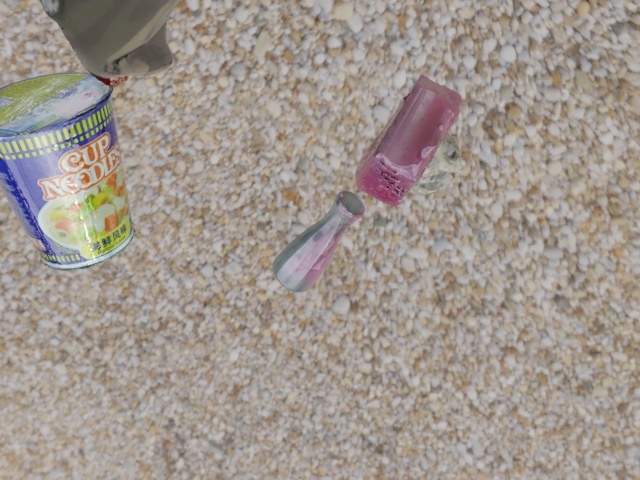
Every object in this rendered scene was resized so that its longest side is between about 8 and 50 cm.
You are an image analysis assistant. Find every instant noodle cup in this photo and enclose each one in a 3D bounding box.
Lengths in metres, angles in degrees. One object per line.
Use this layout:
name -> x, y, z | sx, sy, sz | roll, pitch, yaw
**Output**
instant noodle cup -> -0.487, -0.123, 1.459 | 0.284, 0.284, 0.312 | -1, 123, 12

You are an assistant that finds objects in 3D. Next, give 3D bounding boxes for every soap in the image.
soap -> 0.198, -0.227, 1.686 | 0.127, 0.325, 0.220 | 35, 152, -2

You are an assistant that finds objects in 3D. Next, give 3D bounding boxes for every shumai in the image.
shumai -> 0.249, -0.217, 1.879 | 0.201, 0.120, 0.201 | -3, 70, 9

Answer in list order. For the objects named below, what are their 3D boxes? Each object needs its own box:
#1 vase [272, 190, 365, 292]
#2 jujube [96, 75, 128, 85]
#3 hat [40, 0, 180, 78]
vase -> 0.000, 0.000, 1.379 | 0.086, 0.086, 0.214 | 35, 127, -7
jujube -> -0.380, -0.333, 1.354 | 0.077, 0.077, 0.129 | -30, 84, 22
hat -> -0.057, -0.303, 0.402 | 0.382, 0.257, 0.366 | -39, 135, -16
